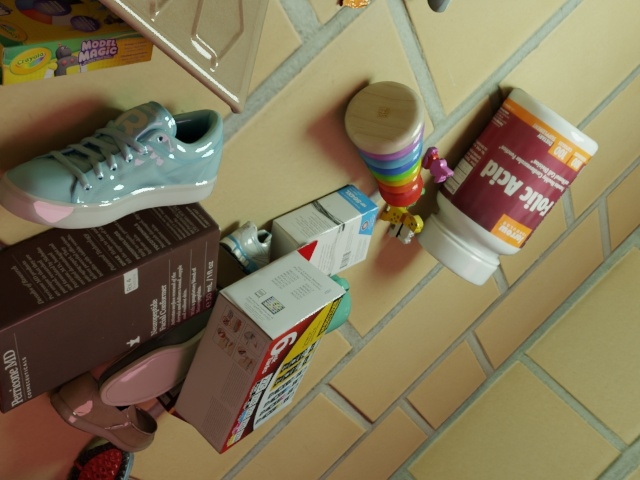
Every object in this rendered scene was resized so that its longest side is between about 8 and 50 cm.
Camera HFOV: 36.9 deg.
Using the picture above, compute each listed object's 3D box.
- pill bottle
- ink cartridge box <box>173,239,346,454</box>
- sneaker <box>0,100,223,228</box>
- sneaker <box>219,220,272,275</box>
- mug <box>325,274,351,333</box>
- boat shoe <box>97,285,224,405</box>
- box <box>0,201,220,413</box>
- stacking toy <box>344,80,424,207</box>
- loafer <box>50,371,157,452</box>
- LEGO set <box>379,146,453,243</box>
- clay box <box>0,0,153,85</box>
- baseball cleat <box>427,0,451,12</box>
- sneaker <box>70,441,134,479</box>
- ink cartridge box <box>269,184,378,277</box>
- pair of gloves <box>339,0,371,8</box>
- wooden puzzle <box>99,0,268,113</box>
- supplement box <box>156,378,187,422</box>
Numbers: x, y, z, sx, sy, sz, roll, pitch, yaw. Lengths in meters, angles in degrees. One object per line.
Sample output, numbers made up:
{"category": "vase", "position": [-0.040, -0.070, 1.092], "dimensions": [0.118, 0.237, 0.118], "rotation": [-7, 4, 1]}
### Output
{"category": "pill bottle", "position": [0.393, -0.111, 2.074], "dimensions": [0.392, 0.224, 0.224], "rotation": [-55, 150, 14]}
{"category": "ink cartridge box", "position": [-0.089, 0.182, 1.694], "dimensions": [0.271, 0.130, 0.309], "rotation": [-30, 153, -46]}
{"category": "sneaker", "position": [-0.275, -0.122, 1.304], "dimensions": [0.366, 0.135, 0.150], "rotation": [-20, 135, -53]}
{"category": "sneaker", "position": [-0.112, 0.027, 1.748], "dimensions": [0.083, 0.071, 0.191], "rotation": [-47, 152, -10]}
{"category": "mug", "position": [0.009, 0.125, 1.936], "dimensions": [0.097, 0.157, 0.130], "rotation": [-23, 112, -41]}
{"category": "boat shoe", "position": [-0.266, 0.182, 1.700], "dimensions": [0.319, 0.099, 0.116], "rotation": [-30, 145, -29]}
{"category": "box", "position": [-0.341, 0.076, 1.437], "dimensions": [0.381, 0.143, 0.191], "rotation": [-26, 145, -29]}
{"category": "stacking toy", "position": [0.142, -0.157, 1.795], "dimensions": [0.141, 0.141, 0.330], "rotation": [-43, 155, -7]}
{"category": "loafer", "position": [-0.367, 0.307, 1.722], "dimensions": [0.092, 0.102, 0.268], "rotation": [-46, 149, 2]}
{"category": "LEGO set", "position": [0.199, -0.072, 2.001], "dimensions": [0.087, 0.093, 0.227], "rotation": [-13, 137, -45]}
{"category": "clay box", "position": [-0.315, -0.240, 1.087], "dimensions": [0.222, 0.127, 0.053], "rotation": [-19, 140, -40]}
{"category": "baseball cleat", "position": [0.163, -0.446, 1.536], "dimensions": [0.109, 0.072, 0.206], "rotation": [-22, 140, -13]}
{"category": "sneaker", "position": [-0.429, 0.478, 1.888], "dimensions": [0.262, 0.104, 0.125], "rotation": [-57, 167, 26]}
{"category": "ink cartridge box", "position": [0.000, 0.000, 1.838], "dimensions": [0.203, 0.086, 0.148], "rotation": [-24, 145, -33]}
{"category": "pair of gloves", "position": [0.068, -0.403, 1.506], "dimensions": [0.074, 0.010, 0.083], "rotation": [-16, 138, -43]}
{"category": "wooden puzzle", "position": [-0.149, -0.356, 1.100], "dimensions": [0.348, 0.080, 0.322], "rotation": [39, 61, -64]}
{"category": "supplement box", "position": [-0.255, 0.292, 1.849], "dimensions": [0.081, 0.104, 0.188], "rotation": [-44, 151, -3]}
